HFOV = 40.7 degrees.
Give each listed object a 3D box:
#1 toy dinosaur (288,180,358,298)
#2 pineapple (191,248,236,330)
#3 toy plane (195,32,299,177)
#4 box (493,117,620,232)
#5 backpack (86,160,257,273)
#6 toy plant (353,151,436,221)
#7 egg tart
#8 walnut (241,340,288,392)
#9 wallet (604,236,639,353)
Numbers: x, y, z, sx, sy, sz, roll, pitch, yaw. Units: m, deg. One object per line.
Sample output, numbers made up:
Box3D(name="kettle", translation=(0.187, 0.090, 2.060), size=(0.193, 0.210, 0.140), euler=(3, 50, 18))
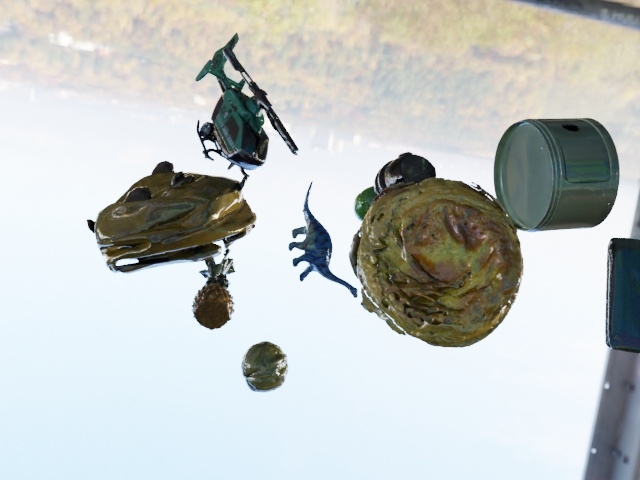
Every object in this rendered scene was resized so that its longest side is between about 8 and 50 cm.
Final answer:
Box3D(name="toy dinosaur", translation=(-0.022, 0.022, 2.255), size=(0.144, 0.329, 0.076), euler=(-25, 169, 16))
Box3D(name="pineapple", translation=(-0.284, 0.121, 2.305), size=(0.119, 0.130, 0.277), euler=(-29, -156, 10))
Box3D(name="toy plane", translation=(-0.163, -0.256, 1.685), size=(0.106, 0.155, 0.382), euler=(25, -152, -41))
Box3D(name="box", translation=(0.465, -0.130, 1.721), size=(0.149, 0.226, 0.226), euler=(-4, -171, -19))
Box3D(name="backpack", translation=(-0.338, -0.061, 2.026), size=(0.378, 0.201, 0.353), euler=(-11, -162, 8))
Box3D(name="toy plant", translation=(0.218, -0.134, 2.451), size=(0.218, 0.175, 0.235), euler=(-5, 151, -26))
Box3D(name="egg tart", translation=(0.191, 0.036, 1.431), size=(0.297, 0.297, 0.132), euler=(11, 175, 13))
Box3D(name="walnut", translation=(-0.093, 0.212, 1.441), size=(0.092, 0.092, 0.092), euler=(9, -175, -1))
Box3D(name="wallet", translation=(0.679, 0.119, 1.827), size=(0.168, 0.245, 0.052), euler=(10, 165, -11))
